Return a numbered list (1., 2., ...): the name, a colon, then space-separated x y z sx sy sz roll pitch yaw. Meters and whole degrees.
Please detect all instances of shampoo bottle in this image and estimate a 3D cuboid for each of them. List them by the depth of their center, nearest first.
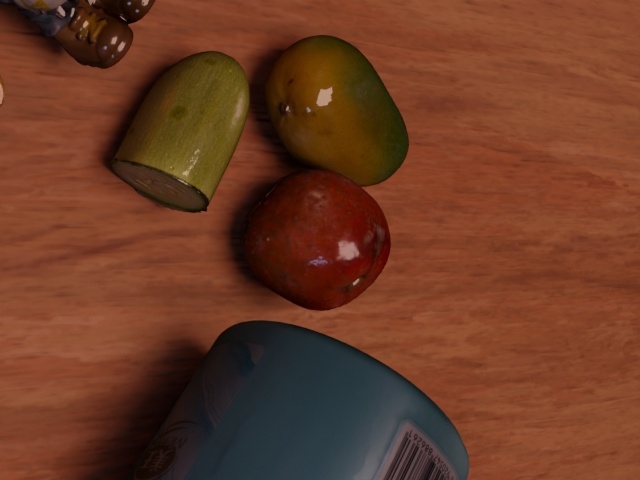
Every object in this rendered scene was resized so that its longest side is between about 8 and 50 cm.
1. shampoo bottle: -0.049 0.309 1.489 0.331 0.331 0.342 52 57 -34

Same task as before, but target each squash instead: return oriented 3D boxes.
1. squash: -0.137 -0.128 1.528 0.123 0.123 0.186 44 63 -38

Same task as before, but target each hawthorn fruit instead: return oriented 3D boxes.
1. hawthorn fruit: 0.000 0.000 1.637 0.173 0.173 0.173 -3 94 -46

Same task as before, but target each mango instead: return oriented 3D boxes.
1. mango: 0.024 -0.148 1.702 0.251 0.114 0.156 44 48 -52

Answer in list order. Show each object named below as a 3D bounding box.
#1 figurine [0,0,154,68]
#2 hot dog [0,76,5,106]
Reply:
1. figurine: -0.307 -0.303 1.295 0.382 0.186 0.261 39 62 -41
2. hot dog: -0.351 -0.179 1.366 0.056 0.041 0.133 -31 106 -41
